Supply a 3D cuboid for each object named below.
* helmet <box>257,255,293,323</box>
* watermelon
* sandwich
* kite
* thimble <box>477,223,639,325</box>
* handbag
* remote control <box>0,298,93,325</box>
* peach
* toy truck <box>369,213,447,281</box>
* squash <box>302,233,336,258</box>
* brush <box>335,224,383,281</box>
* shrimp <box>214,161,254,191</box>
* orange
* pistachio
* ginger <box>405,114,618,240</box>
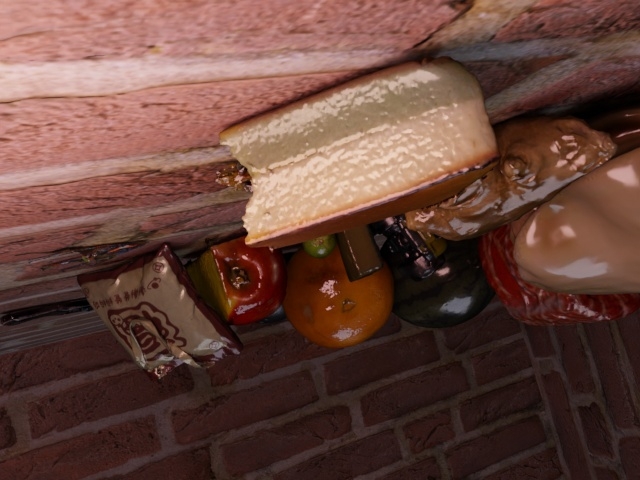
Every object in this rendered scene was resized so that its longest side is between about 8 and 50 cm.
[{"bbox_3d":[-0.143,0.134,1.858,0.230,0.160,0.279,-18,175,42],"label":"helmet"},{"bbox_3d":[0.287,0.070,1.743,0.279,0.279,0.359,-11,169,-32],"label":"watermelon"},{"bbox_3d":[0.018,-0.064,0.594,0.186,0.108,0.220,-15,176,-12],"label":"sandwich"},{"bbox_3d":[-0.324,0.023,1.043,0.160,0.010,0.183,-14,174,-6],"label":"kite"},{"bbox_3d":[0.514,0.009,1.468,0.350,0.350,0.230,-13,177,-24],"label":"thimble"},{"bbox_3d":[-0.270,0.121,1.209,0.213,0.235,0.127,-20,-152,24],"label":"handbag"},{"bbox_3d":[-0.570,0.150,1.537,0.059,0.028,0.212,-19,173,42],"label":"remote control"},{"bbox_3d":[-0.147,0.077,1.311,0.159,0.154,0.267,-14,174,-27],"label":"peach"},{"bbox_3d":[0.189,-0.027,1.337,0.165,0.147,0.224,-37,178,-3],"label":"toy truck"},{"bbox_3d":[0.000,0.000,1.410,0.066,0.066,0.201,-15,180,3],"label":"squash"},{"bbox_3d":[0.067,0.010,1.375,0.059,0.123,0.197,-19,175,-4],"label":"brush"},{"bbox_3d":[-0.026,-0.070,0.752,0.184,0.043,0.091,-11,177,-40],"label":"shrimp"},{"bbox_3d":[0.038,0.115,1.643,0.261,0.261,0.261,-15,174,-2],"label":"orange"},{"bbox_3d":[0.468,-0.056,1.004,0.445,0.281,0.365,-28,141,34],"label":"pistachio"},{"bbox_3d":[0.225,-0.087,0.886,0.219,0.123,0.270,-15,166,-36],"label":"ginger"}]
